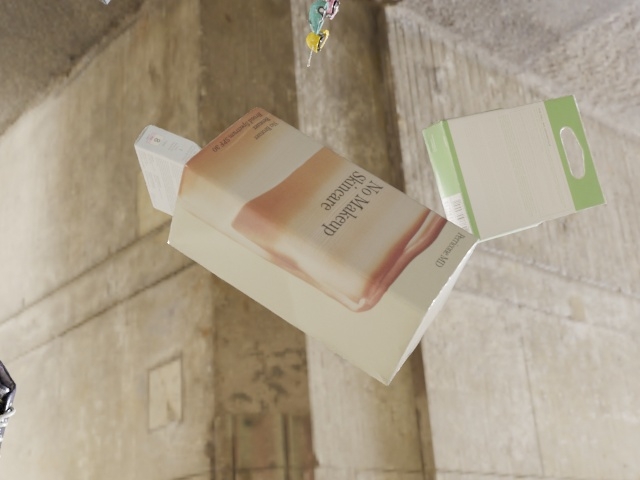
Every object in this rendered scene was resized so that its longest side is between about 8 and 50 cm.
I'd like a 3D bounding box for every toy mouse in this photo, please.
[{"bbox_3d":[0.004,-0.433,1.704,0.031,0.161,0.143,22,137,9],"label":"toy mouse"}]

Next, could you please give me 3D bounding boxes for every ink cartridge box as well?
[{"bbox_3d":[0.271,-0.100,1.246,0.235,0.171,0.056,-15,177,-27],"label":"ink cartridge box"},{"bbox_3d":[-0.182,-0.079,1.471,0.232,0.066,0.189,20,151,11],"label":"ink cartridge box"}]

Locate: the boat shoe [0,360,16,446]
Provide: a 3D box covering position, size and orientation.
[{"bbox_3d":[-0.564,0.317,1.456,0.158,0.340,0.127,-47,135,4],"label":"boat shoe"}]

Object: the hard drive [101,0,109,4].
[{"bbox_3d":[-0.260,-0.451,1.141,0.054,0.255,0.172,21,170,8],"label":"hard drive"}]

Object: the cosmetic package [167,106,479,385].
[{"bbox_3d":[0.000,0.000,0.980,0.296,0.153,0.129,31,135,10],"label":"cosmetic package"}]
